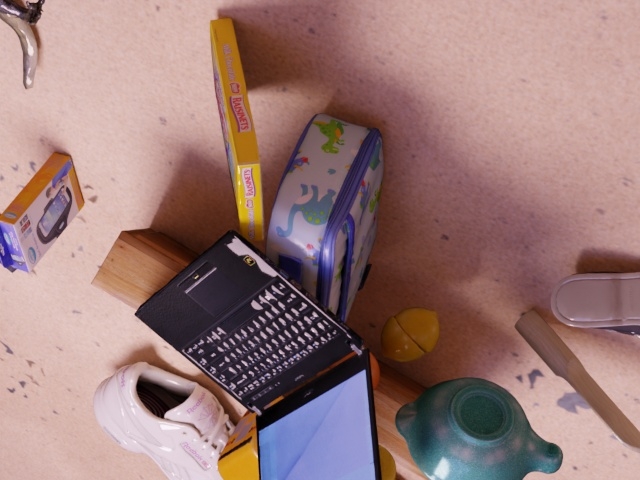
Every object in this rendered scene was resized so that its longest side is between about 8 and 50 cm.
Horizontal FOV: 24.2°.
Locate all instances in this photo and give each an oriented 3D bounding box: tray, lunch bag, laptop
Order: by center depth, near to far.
[{"bbox_3d":[-0.067,0.156,1.447,0.264,0.136,0.234,41,143,-9],"label":"laptop"},{"bbox_3d":[0.000,0.000,1.494,0.090,0.176,0.219,17,140,10],"label":"lunch bag"},{"bbox_3d":[-0.044,0.117,1.660,0.411,0.076,0.203,30,-178,1],"label":"tray"}]

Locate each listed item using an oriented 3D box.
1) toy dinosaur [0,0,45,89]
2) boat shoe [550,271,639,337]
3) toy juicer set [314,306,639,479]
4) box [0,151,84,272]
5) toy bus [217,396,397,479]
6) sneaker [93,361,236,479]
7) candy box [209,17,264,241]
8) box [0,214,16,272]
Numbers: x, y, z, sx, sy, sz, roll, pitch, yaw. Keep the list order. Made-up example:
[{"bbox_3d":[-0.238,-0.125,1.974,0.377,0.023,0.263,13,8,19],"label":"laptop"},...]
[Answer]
[{"bbox_3d":[-0.336,-0.266,1.526,0.118,0.064,0.268,1,136,42],"label":"toy dinosaur"},{"bbox_3d":[0.332,0.063,1.456,0.206,0.075,0.065,4,179,23],"label":"boat shoe"},{"bbox_3d":[0.145,0.165,1.530,0.329,0.209,0.089,-8,147,-16],"label":"toy juicer set"},{"bbox_3d":[-0.325,-0.027,1.718,0.028,0.136,0.081,15,140,20],"label":"box"},{"bbox_3d":[0.028,0.346,1.904,0.332,0.130,0.108,39,141,-10],"label":"toy bus"},{"bbox_3d":[-0.158,0.271,1.959,0.305,0.114,0.152,36,144,-7],"label":"sneaker"},{"bbox_3d":[-0.080,-0.108,1.425,0.027,0.206,0.105,-6,138,-8],"label":"candy box"},{"bbox_3d":[-0.407,-0.001,1.901,0.083,0.018,0.067,41,141,-14],"label":"box"}]
